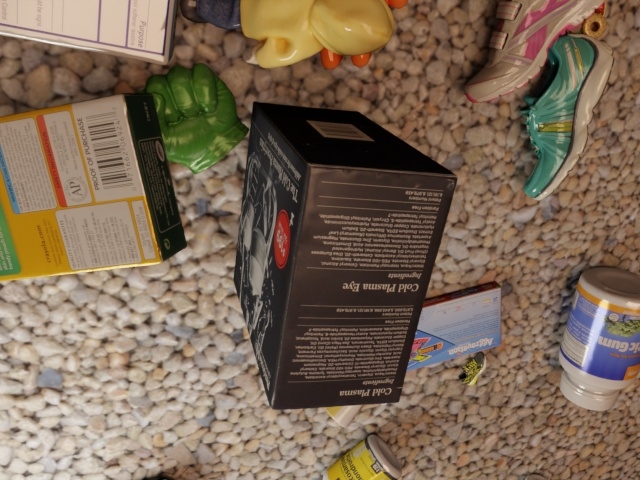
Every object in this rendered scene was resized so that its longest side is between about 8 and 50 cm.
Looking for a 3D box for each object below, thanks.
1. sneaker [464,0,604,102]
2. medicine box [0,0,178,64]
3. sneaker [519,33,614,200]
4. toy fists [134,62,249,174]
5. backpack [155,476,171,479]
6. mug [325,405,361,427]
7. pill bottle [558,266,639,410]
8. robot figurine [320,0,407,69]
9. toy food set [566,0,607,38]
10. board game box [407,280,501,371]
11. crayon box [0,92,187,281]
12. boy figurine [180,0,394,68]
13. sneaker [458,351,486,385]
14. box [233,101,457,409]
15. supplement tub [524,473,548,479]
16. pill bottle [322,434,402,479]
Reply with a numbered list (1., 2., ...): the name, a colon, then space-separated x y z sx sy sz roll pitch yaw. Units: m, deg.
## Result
1. sneaker: 0.304 -0.324 0.854 0.111 0.103 0.252 39 100 -16
2. medicine box: -0.303 -0.366 0.635 0.290 0.149 0.263 6 113 -18
3. sneaker: 0.388 -0.205 0.942 0.110 0.107 0.275 11 107 1
4. toy fists: -0.242 -0.132 0.791 0.279 0.096 0.142 -38 114 6
5. backpack: -0.343 0.548 1.070 0.182 0.115 0.151 -29 116 -4
6. mug: 0.046 0.321 1.101 0.064 0.062 0.078 -46 124 -1
7. pill bottle: 0.577 0.204 1.137 0.153 0.152 0.271 -3 114 -14
8. robot figurine: 0.030 -0.347 0.746 0.128 0.158 0.219 -27 122 -34
9. toy food set: 0.429 -0.368 0.904 0.083 0.020 0.083 -3 115 -14
10. board game box: 0.223 0.179 1.100 0.282 0.027 0.144 -13 115 -9
11. crayon box: -0.353 -0.060 0.715 0.323 0.083 0.202 -7 103 11
12. boy figurine: -0.039 -0.296 0.675 0.285 0.092 0.177 22 112 24
13. sneaker: 0.317 0.267 1.163 0.035 0.031 0.083 12 111 -19
14. box: 0.000 0.000 0.777 0.179 0.343 0.312 1 113 -17
15. supplement tub: 0.524 0.637 1.370 0.071 0.071 0.107 -1 115 -15
16. pill bottle: 0.071 0.500 1.165 0.184 0.103 0.103 -41 118 5
